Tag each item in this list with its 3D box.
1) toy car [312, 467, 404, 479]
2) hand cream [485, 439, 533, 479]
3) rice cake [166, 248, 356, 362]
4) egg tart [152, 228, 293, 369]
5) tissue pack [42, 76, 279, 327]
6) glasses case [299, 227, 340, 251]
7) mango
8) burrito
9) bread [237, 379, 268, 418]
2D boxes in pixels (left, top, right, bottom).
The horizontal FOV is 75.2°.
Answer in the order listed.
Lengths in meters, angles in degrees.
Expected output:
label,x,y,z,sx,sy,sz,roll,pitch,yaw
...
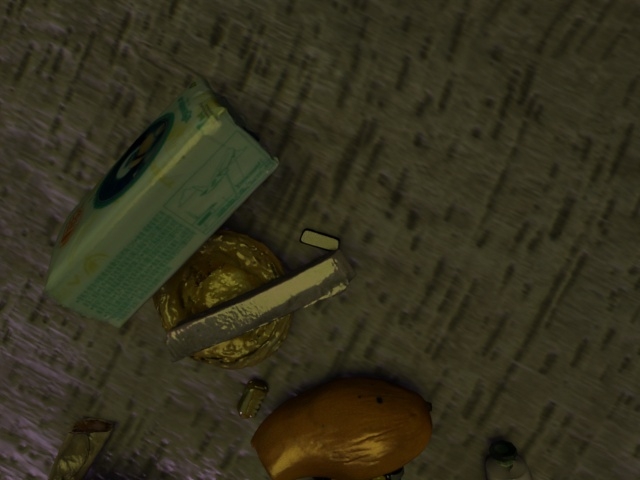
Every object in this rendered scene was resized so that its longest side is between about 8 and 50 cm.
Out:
label,x,y,z,sx,sy,sz,roll,pitch,yaw
toy car,0.075,0.483,0.852,0.191,0.097,0.100,-8,101,5
hand cream,0.405,0.574,0.858,0.121,0.076,0.336,-13,100,10
rice cake,-0.110,0.118,0.747,0.365,0.056,0.072,-25,101,4
egg tart,-0.185,0.114,0.831,0.288,0.118,0.288,0,93,3
tissue pack,-0.278,-0.083,0.730,0.388,0.287,0.162,-44,125,7
glasses case,0.000,0.000,0.854,0.083,0.023,0.033,17,91,1
mango,0.039,0.364,0.807,0.359,0.187,0.144,-7,139,5
burrito,-0.542,0.489,0.915,0.087,0.060,0.226,28,95,-4
bread,-0.146,0.339,0.888,0.049,0.033,0.088,21,100,-12
